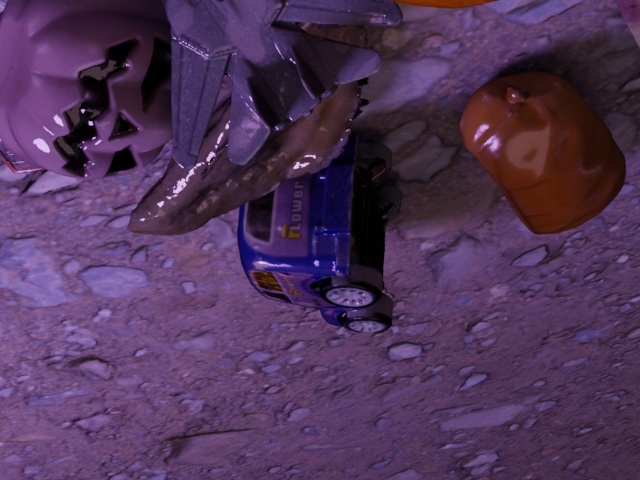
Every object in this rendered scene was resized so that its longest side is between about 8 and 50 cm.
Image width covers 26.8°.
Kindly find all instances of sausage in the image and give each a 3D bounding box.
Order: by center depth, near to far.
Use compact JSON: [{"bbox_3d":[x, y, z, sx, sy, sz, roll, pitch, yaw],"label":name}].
[{"bbox_3d":[0.236,-0.092,1.418,0.136,0.120,0.241,-39,143,11],"label":"sausage"}]

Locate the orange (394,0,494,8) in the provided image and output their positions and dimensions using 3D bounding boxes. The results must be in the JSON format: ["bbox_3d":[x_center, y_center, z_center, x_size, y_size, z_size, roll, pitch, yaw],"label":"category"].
[{"bbox_3d":[0.084,-0.293,0.882,0.284,0.226,0.283,0,104,0],"label":"orange"}]

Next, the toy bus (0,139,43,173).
[{"bbox_3d":[-0.207,-0.118,1.238,0.192,0.077,0.065,-15,146,7],"label":"toy bus"}]

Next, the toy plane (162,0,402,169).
[{"bbox_3d":[-0.084,-0.204,1.036,0.212,0.267,0.088,-34,178,13],"label":"toy plane"}]

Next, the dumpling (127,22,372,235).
[{"bbox_3d":[-0.054,-0.118,1.293,0.166,0.086,0.332,-1,148,-46],"label":"dumpling"}]

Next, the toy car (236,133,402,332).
[{"bbox_3d":[0.000,0.000,1.447,0.158,0.172,0.235,1,156,11],"label":"toy car"}]

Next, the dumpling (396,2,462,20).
[{"bbox_3d":[0.060,-0.263,1.053,0.252,0.131,0.179,9,130,3],"label":"dumpling"}]

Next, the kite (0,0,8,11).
[{"bbox_3d":[-0.298,-0.229,1.082,0.310,0.015,0.169,0,147,-23],"label":"kite"}]

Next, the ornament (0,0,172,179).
[{"bbox_3d":[-0.186,-0.137,1.112,0.178,0.177,0.177,-10,149,-6],"label":"ornament"}]

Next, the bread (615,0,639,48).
[{"bbox_3d":[0.317,-0.247,1.135,0.155,0.187,0.338,-21,148,19],"label":"bread"}]
